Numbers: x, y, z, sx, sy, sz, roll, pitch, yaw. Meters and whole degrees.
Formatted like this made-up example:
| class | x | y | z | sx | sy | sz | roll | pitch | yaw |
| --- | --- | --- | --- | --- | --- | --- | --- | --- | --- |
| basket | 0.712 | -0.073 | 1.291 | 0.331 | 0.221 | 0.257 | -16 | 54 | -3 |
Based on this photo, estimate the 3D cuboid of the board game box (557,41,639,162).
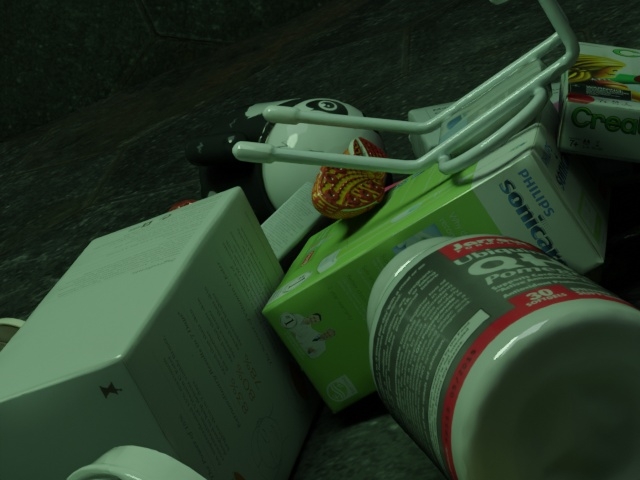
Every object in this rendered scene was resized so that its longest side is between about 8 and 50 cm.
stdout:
| class | x | y | z | sx | sy | sz | roll | pitch | yaw |
| --- | --- | --- | --- | --- | --- | --- | --- | --- | --- |
| board game box | 0.369 | -0.112 | 1.407 | 0.305 | 0.053 | 0.193 | 8 | 23 | 5 |

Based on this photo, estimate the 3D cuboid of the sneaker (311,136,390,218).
| class | x | y | z | sx | sy | sz | roll | pitch | yaw |
| --- | --- | --- | --- | --- | --- | --- | --- | --- | --- |
| sneaker | 0.025 | -0.044 | 1.481 | 0.067 | 0.064 | 0.175 | -55 | -4 | 20 |

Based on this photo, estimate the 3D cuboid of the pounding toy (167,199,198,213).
| class | x | y | z | sx | sy | sz | roll | pitch | yaw |
| --- | --- | --- | --- | --- | --- | --- | --- | --- | --- |
| pounding toy | -0.171 | 0.028 | 1.872 | 0.237 | 0.110 | 0.183 | -32 | 18 | -23 |

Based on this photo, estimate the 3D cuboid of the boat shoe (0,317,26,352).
| class | x | y | z | sx | sy | sz | roll | pitch | yaw |
| --- | --- | --- | --- | --- | --- | --- | --- | --- | --- |
| boat shoe | -0.320 | 0.158 | 1.698 | 0.324 | 0.117 | 0.096 | 0 | 26 | 42 |

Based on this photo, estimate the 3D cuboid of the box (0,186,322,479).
| class | x | y | z | sx | sy | sz | roll | pitch | yaw |
| --- | --- | --- | --- | --- | --- | --- | --- | --- | --- |
| box | -0.137 | 0.132 | 1.348 | 0.168 | 0.215 | 0.345 | -19 | 18 | 20 |

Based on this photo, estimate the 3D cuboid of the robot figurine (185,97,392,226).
| class | x | y | z | sx | sy | sz | roll | pitch | yaw |
| --- | --- | --- | --- | --- | --- | --- | --- | --- | --- |
| robot figurine | -0.040 | -0.091 | 1.931 | 0.209 | 0.173 | 0.278 | -35 | 19 | -29 |

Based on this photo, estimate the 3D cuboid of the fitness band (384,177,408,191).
| class | x | y | z | sx | sy | sz | roll | pitch | yaw |
| --- | --- | --- | --- | --- | --- | --- | --- | --- | --- |
| fitness band | 0.131 | -0.028 | 1.718 | 0.209 | 0.054 | 0.291 | -24 | 16 | 3 |

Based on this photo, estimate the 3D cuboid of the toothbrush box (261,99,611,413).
| class | x | y | z | sx | sy | sz | roll | pitch | yaw |
| --- | --- | --- | --- | --- | --- | --- | --- | --- | --- |
| toothbrush box | 0.111 | 0.008 | 1.419 | 0.283 | 0.122 | 0.206 | -33 | 9 | 20 |

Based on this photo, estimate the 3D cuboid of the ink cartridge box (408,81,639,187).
| class | x | y | z | sx | sy | sz | roll | pitch | yaw |
| --- | --- | --- | --- | --- | --- | --- | --- | --- | --- |
| ink cartridge box | 0.264 | -0.127 | 1.674 | 0.324 | 0.071 | 0.330 | -11 | 19 | -1 |

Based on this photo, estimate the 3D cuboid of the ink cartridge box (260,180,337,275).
| class | x | y | z | sx | sy | sz | roll | pitch | yaw |
| --- | --- | --- | --- | --- | --- | --- | --- | --- | --- |
| ink cartridge box | -0.067 | 0.037 | 1.636 | 0.224 | 0.045 | 0.223 | -43 | -8 | -47 |

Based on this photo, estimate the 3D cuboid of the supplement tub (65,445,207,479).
| class | x | y | z | sx | sy | sz | roll | pitch | yaw |
| --- | --- | --- | --- | --- | --- | --- | --- | --- | --- |
| supplement tub | -0.177 | 0.289 | 0.921 | 0.228 | 0.228 | 0.316 | -5 | 26 | 48 |

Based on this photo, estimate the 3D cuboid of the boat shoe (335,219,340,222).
| class | x | y | z | sx | sy | sz | roll | pitch | yaw |
| --- | --- | --- | --- | --- | --- | --- | --- | --- | --- |
| boat shoe | 0.016 | 0.022 | 1.645 | 0.133 | 0.049 | 0.042 | -58 | -13 | 12 |

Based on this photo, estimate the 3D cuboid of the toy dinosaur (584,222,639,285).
| class | x | y | z | sx | sy | sz | roll | pitch | yaw |
| --- | --- | --- | --- | --- | --- | --- | --- | --- | --- |
| toy dinosaur | 0.258 | 0.014 | 1.417 | 0.118 | 0.064 | 0.268 | -26 | 13 | 19 |

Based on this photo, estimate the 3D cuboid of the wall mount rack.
| class | x | y | z | sx | sy | sz | roll | pitch | yaw |
| --- | --- | --- | --- | --- | --- | --- | --- | --- | --- |
| wall mount rack | 0.089 | -0.135 | 1.445 | 0.304 | 0.130 | 0.350 | -33 | 7 | 12 |

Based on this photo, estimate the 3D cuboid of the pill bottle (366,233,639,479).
| class | x | y | z | sx | sy | sz | roll | pitch | yaw |
| --- | --- | --- | --- | --- | --- | --- | --- | --- | --- |
| pill bottle | 0.136 | 0.093 | 1.147 | 0.176 | 0.176 | 0.318 | -27 | 17 | -7 |
